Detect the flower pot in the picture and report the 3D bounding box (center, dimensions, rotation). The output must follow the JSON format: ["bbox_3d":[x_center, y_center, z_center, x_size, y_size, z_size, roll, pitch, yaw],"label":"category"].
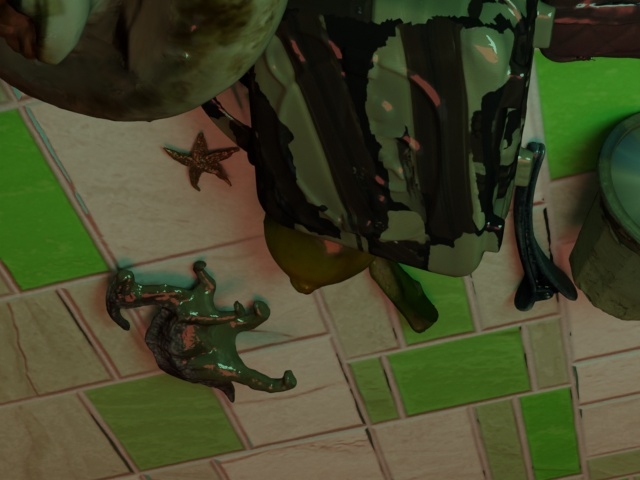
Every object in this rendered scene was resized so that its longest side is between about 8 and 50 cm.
[{"bbox_3d":[0.390,-0.006,1.375,0.212,0.212,0.203,1,145,-9],"label":"flower pot"}]

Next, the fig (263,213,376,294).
[{"bbox_3d":[0.005,-0.011,1.364,0.136,0.121,0.153,23,155,22],"label":"fig"}]

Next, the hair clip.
[{"bbox_3d":[0.263,-0.012,1.458,0.083,0.048,0.275,-10,137,9],"label":"hair clip"}]

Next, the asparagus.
[{"bbox_3d":[0.098,0.057,1.514,0.045,0.041,0.178,-29,133,12],"label":"asparagus"}]

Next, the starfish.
[{"bbox_3d":[-0.138,-0.087,1.344,0.086,0.016,0.092,8,139,-13],"label":"starfish"}]

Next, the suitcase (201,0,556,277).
[{"bbox_3d":[0.042,-0.154,1.156,0.339,0.194,0.352,16,140,16],"label":"suitcase"}]

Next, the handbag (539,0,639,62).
[{"bbox_3d":[0.300,-0.257,1.126,0.225,0.135,0.146,-4,143,-5],"label":"handbag"}]

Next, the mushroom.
[{"bbox_3d":[-0.199,-0.244,0.916,0.362,0.295,0.362,19,137,18],"label":"mushroom"}]

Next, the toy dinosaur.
[{"bbox_3d":[-0.151,0.120,1.530,0.162,0.077,0.294,-20,122,20],"label":"toy dinosaur"}]
